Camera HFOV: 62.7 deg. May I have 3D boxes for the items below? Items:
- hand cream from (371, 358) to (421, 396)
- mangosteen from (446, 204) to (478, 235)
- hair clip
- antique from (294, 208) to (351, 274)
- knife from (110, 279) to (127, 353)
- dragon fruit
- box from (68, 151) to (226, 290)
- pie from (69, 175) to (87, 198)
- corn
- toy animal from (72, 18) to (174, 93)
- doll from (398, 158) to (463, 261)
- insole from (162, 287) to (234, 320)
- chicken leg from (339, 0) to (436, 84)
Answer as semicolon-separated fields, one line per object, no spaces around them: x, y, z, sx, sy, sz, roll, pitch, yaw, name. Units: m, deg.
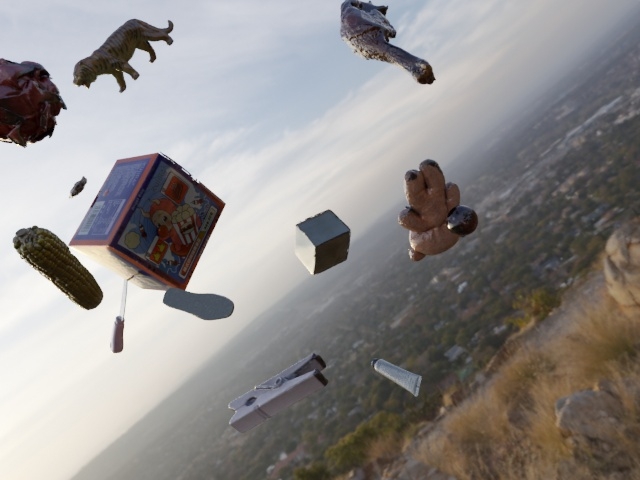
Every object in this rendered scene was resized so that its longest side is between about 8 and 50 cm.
0.241;0.425;1.668;0.042;0.194;0.067;13;-86;-43;hand cream
0.361;-0.050;1.348;0.081;0.081;0.081;-40;0;0;mangosteen
-0.129;0.455;1.567;0.331;0.085;0.101;-31;34;12;hair clip
0.000;0.000;1.742;0.147;0.148;0.152;-23;-38;-25;antique
-0.704;0.256;1.846;0.043;0.081;0.336;1;-64;-31;knife
-0.807;-0.357;1.345;0.234;0.234;0.293;-40;-3;21;dragon fruit
-0.555;-0.053;1.721;0.257;0.318;0.348;-1;58;39;box
-0.835;-0.181;1.806;0.092;0.034;0.170;-60;26;-10;pie
-0.650;0.075;1.326;0.097;0.097;0.320;-40;-37;-18;corn
-0.401;-0.387;1.082;0.241;0.099;0.057;-52;28;-13;toy animal
0.298;-0.098;1.482;0.201;0.303;0.156;-27;32;-5;doll
-0.278;0.143;1.187;0.010;0.192;0.063;45;-122;-61;insole
0.126;-0.452;1.180;0.158;0.407;0.096;1;-51;-23;chicken leg
